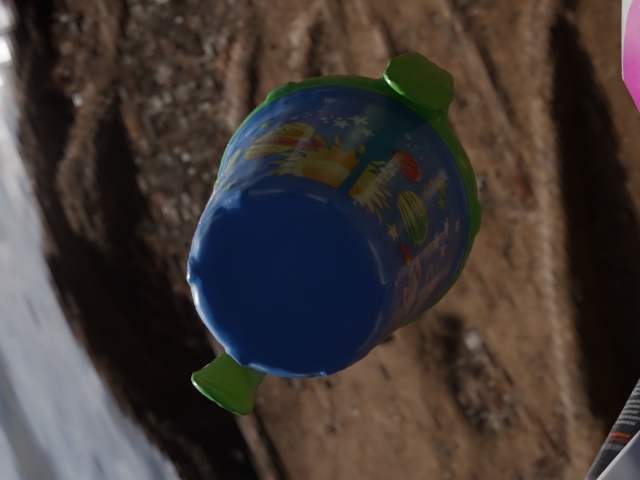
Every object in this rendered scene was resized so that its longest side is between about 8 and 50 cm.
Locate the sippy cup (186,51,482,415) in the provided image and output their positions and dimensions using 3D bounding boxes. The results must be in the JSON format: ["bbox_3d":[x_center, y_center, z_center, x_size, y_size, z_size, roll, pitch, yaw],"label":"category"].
[{"bbox_3d":[0.000,0.000,1.489,0.240,0.224,0.305,0,108,14],"label":"sippy cup"}]

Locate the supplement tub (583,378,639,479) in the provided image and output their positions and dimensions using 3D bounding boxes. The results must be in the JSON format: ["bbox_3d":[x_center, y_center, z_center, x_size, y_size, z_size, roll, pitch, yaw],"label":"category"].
[{"bbox_3d":[0.274,0.132,1.316,0.106,0.198,0.106,29,166,8],"label":"supplement tub"}]

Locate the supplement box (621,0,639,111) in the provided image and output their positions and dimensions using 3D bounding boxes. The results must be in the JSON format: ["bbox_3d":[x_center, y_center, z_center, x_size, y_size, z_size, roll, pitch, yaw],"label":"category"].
[{"bbox_3d":[0.260,-0.114,0.853,0.111,0.220,0.114,-96,1,-60],"label":"supplement box"}]

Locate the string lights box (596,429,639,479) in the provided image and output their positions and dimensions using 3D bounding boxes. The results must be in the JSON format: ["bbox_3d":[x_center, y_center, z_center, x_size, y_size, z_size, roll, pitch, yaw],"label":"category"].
[{"bbox_3d":[0.162,0.100,0.571,0.133,0.260,0.077,41,111,14],"label":"string lights box"}]
